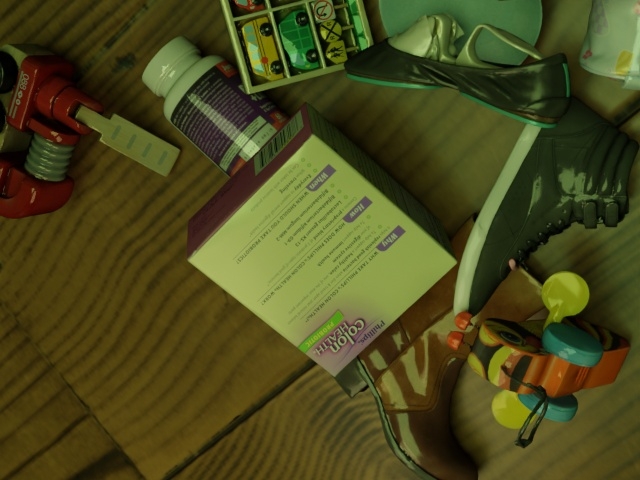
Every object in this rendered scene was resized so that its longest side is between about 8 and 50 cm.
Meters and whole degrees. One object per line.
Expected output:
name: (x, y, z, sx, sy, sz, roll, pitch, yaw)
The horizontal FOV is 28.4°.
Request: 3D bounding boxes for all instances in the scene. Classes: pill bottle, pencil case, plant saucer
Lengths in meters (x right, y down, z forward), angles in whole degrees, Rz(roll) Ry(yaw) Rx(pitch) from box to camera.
pill bottle: (-0.128, -0.164, 1.589, 0.193, 0.108, 0.108, 43, 112, 5)
pencil case: (0.365, -0.304, 1.376, 0.113, 0.124, 0.273, 4, 109, -19)
plant saucer: (0.165, -0.277, 1.478, 0.194, 0.037, 0.195, 11, 128, 14)

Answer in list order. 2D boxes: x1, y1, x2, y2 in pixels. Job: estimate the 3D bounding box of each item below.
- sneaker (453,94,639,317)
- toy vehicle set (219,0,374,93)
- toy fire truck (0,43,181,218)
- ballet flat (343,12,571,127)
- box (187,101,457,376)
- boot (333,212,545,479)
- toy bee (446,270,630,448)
sneaker: (0.266, -0.021, 1.458, 0.146, 0.104, 0.296, 27, 90, 13)
toy vehicle set: (-0.045, -0.325, 1.522, 0.165, 0.035, 0.267, -17, 98, -7)
toy fire truck: (-0.336, -0.119, 1.668, 0.246, 0.158, 0.217, 30, 110, 22)
ballet flat: (0.159, -0.206, 1.447, 0.280, 0.095, 0.096, 17, 110, 25)
box: (0.000, 0.000, 1.517, 0.243, 0.117, 0.213, 40, 106, -20)
boot: (0.184, 0.148, 1.583, 0.280, 0.096, 0.264, -42, 79, 15)
toy bee: (0.238, 0.120, 1.442, 0.162, 0.298, 0.195, 31, 91, 25)
